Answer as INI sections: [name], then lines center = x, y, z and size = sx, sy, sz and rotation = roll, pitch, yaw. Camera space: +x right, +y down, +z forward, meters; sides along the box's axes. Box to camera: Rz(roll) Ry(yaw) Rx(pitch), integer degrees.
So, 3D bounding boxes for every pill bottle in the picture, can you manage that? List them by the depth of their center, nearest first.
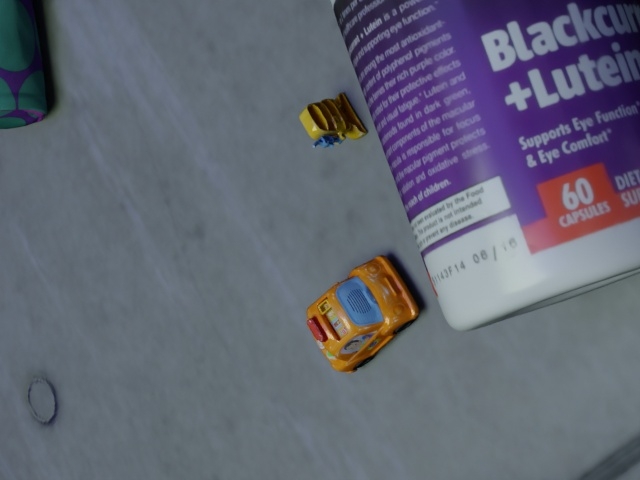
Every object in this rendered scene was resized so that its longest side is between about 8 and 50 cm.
[pill bottle]
center = 0.066, -0.073, 0.531
size = 0.108, 0.108, 0.193
rotation = -26, 81, 42

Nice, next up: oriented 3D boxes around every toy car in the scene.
[toy car]
center = 0.000, 0.000, 0.649
size = 0.060, 0.041, 0.122
rotation = -23, 83, 42

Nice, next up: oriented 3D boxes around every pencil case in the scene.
[pencil case]
center = -0.191, -0.135, 0.778
size = 0.070, 0.064, 0.151
rotation = -4, 95, 17
